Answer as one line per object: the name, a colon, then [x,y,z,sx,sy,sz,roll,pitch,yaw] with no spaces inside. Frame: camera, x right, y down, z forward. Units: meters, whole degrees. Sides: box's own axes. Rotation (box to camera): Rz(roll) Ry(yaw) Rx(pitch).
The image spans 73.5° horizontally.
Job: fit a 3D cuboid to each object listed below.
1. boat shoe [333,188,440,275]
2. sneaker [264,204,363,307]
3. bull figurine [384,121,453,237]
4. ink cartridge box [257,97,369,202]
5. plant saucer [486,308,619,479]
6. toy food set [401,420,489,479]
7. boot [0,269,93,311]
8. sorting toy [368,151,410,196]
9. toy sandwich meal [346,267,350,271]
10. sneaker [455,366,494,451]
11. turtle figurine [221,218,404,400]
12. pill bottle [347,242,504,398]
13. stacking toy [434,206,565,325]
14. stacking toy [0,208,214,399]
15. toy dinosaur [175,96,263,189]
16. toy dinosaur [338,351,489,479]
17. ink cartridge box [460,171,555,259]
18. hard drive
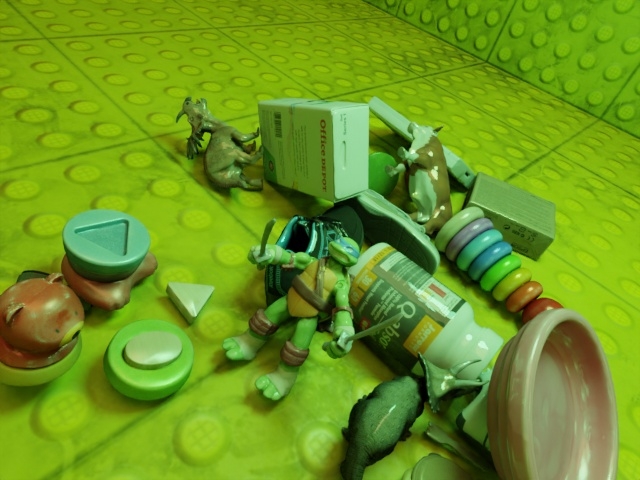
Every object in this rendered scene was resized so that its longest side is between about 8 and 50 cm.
boat shoe: [0.164,-0.034,1.014,0.103,0.118,0.320,-20,45,-35]
sneaker: [0.000,0.000,0.883,0.125,0.139,0.341,10,36,23]
bull figurine: [0.257,-0.156,1.081,0.188,0.101,0.310,-13,89,-35]
ink cartridge box: [-0.020,-0.225,1.019,0.117,0.201,0.278,-21,30,-36]
plant saucer: [0.358,0.272,0.660,0.332,0.084,0.332,7,78,-39]
toy food set: [0.181,0.380,0.633,0.132,0.038,0.192,34,34,10]
boot: [-0.509,0.106,0.670,0.247,0.083,0.161,21,36,-7]
sorting toy: [0.161,-0.191,1.208,0.366,0.127,0.126,4,20,-18]
toy sandwich meal: [0.042,0.058,0.847,0.029,0.085,0.085,11,33,36]
sneaker: [0.325,0.259,0.766,0.091,0.094,0.258,25,33,31]
turtle figurine: [-0.049,0.105,0.648,0.198,0.266,0.274,32,12,-9]
pill bottle: [0.175,0.142,0.788,0.278,0.162,0.162,38,46,23]
stacking toy: [0.419,0.077,0.973,0.141,0.141,0.330,-19,57,-34]
stacking toy: [-0.305,0.081,0.665,0.280,0.130,0.309,22,36,-12]
toy dinosaur: [-0.250,-0.212,1.068,0.200,0.127,0.295,-6,58,-14]
toy dinosaur: [0.090,0.262,0.630,0.314,0.160,0.121,-20,53,-35]
ink cartridge box: [0.520,-0.075,1.195,0.235,0.088,0.193,26,41,11]
hard drive: [0.316,-0.298,1.319,0.353,0.047,0.233,47,17,30]
